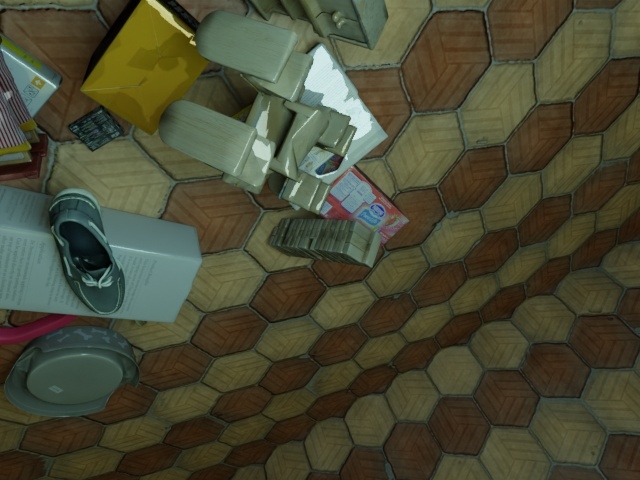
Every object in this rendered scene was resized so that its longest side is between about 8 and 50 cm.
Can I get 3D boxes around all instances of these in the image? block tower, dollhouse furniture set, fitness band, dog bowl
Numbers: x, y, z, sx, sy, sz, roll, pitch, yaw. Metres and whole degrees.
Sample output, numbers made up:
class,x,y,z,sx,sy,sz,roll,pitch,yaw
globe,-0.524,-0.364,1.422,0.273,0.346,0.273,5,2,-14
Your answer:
class,x,y,z,sx,sy,sz,roll,pitch,yaw
block tower,0.000,0.000,1.092,0.097,0.335,0.091,33,71,-41
dollhouse furniture set,-0.089,-0.286,0.706,0.394,0.256,0.362,-66,162,4
fitness band,-0.787,0.176,1.056,0.291,0.054,0.209,-21,137,-5
dog bowl,-0.742,0.398,1.230,0.348,0.102,0.349,-12,132,-14
dollhouse furniture set,-0.673,-0.185,0.630,0.374,0.152,0.201,-13,134,-14

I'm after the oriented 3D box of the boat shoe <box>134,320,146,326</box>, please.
class,x,y,z,sx,sy,sz,roll,pitch,yaw
boat shoe,-0.526,0.194,1.186,0.048,0.056,0.153,-4,123,-15

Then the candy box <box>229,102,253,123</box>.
class,x,y,z,sx,sy,sz,roll,pitch,yaw
candy box,-0.155,-0.241,0.899,0.206,0.027,0.105,-31,111,7

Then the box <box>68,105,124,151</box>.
class,x,y,z,sx,sy,sz,roll,pitch,yaw
box,-0.477,-0.238,0.858,0.083,0.018,0.067,-30,134,3

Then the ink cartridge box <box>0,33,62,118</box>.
class,x,y,z,sx,sy,sz,roll,pitch,yaw
ink cartridge box,-0.693,-0.275,0.697,0.303,0.072,0.307,-40,132,13

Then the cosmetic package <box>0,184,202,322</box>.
class,x,y,z,sx,sy,sz,roll,pitch,yaw
cosmetic package,-0.550,0.048,0.971,0.453,0.161,0.230,14,119,-33

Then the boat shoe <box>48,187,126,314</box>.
class,x,y,z,sx,sy,sz,roll,pitch,yaw
boat shoe,-0.479,0.053,0.830,0.116,0.099,0.319,-9,128,-20

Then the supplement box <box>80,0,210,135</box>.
class,x,y,z,sx,sy,sz,roll,pitch,yaw
supplement box,-0.309,-0.335,0.726,0.191,0.194,0.129,-44,131,15

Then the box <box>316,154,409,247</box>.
class,x,y,z,sx,sy,sz,roll,pitch,yaw
box,0.096,-0.112,1.141,0.154,0.142,0.300,-44,132,15

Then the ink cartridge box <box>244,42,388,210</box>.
class,x,y,z,sx,sy,sz,roll,pitch,yaw
ink cartridge box,-0.033,-0.260,0.958,0.296,0.066,0.261,-38,115,10
